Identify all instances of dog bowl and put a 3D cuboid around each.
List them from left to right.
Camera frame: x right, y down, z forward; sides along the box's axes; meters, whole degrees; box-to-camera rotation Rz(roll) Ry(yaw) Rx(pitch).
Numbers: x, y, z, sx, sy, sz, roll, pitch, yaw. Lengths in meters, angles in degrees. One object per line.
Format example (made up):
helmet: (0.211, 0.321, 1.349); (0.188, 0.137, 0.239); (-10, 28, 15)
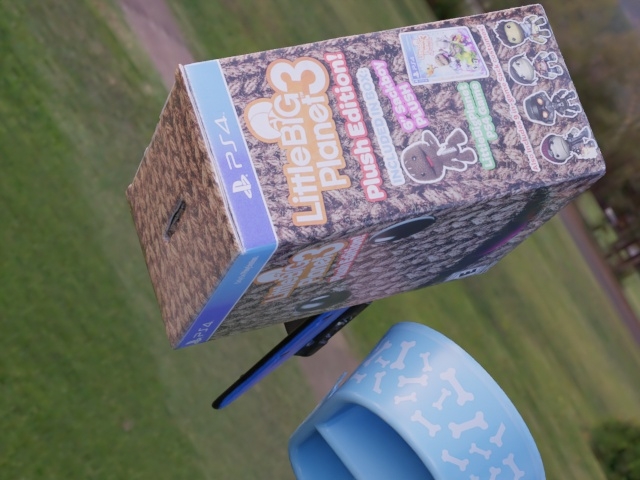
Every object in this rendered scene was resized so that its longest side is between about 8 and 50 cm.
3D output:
dog bowl: (0.060, 0.170, 1.053); (0.166, 0.074, 0.297); (52, -25, 7)

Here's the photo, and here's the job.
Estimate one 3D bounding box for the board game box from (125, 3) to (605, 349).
board game box: (0.024, -0.045, 1.052); (0.232, 0.291, 0.141); (129, -55, -64)

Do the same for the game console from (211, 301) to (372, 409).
game console: (0.000, 0.000, 1.378); (0.173, 0.293, 0.250); (10, 49, -42)
